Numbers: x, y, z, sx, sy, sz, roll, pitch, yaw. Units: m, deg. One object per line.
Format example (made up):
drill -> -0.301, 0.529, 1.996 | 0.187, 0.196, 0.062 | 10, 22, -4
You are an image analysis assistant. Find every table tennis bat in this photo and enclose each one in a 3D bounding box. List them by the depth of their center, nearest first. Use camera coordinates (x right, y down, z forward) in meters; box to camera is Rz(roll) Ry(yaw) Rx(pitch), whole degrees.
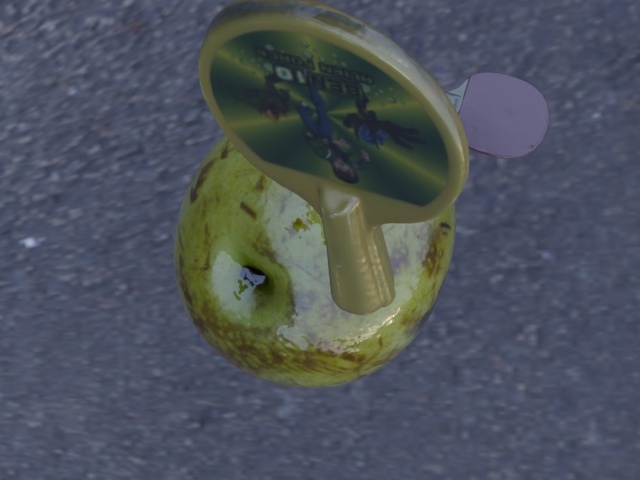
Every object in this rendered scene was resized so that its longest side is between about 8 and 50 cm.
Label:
table tennis bat -> 0.016, -0.052, 1.341 | 0.198, 0.321, 0.050 | 19, 58, 20
table tennis bat -> 0.154, -0.133, 1.963 | 0.156, 0.013, 0.087 | 15, 79, 8

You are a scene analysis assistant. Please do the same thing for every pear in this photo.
pear -> 0.000, 0.000, 1.820 | 0.283, 0.283, 0.284 | 2, 86, -23
